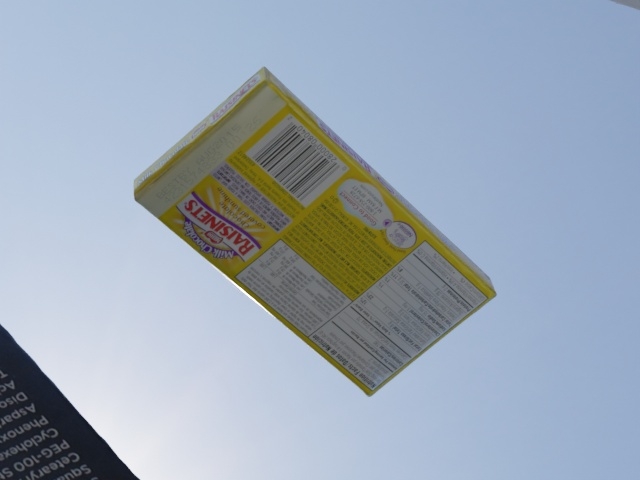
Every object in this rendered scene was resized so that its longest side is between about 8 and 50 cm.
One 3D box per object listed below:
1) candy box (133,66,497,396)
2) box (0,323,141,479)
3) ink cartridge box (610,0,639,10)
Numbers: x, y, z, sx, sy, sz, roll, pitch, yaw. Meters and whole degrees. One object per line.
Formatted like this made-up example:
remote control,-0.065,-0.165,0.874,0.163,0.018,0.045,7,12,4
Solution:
candy box,0.000,0.000,0.942,0.105,0.206,0.027,-38,-150,17
box,-0.225,0.211,0.812,0.395,0.212,0.293,42,-42,27
ink cartridge box,0.082,-0.138,0.422,0.078,0.231,0.134,128,-27,-56
